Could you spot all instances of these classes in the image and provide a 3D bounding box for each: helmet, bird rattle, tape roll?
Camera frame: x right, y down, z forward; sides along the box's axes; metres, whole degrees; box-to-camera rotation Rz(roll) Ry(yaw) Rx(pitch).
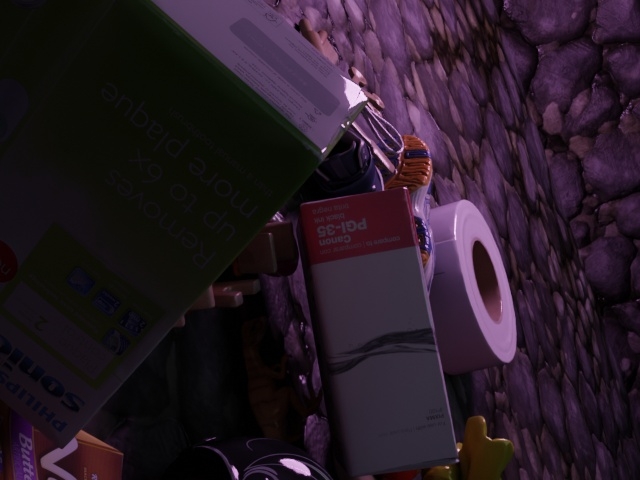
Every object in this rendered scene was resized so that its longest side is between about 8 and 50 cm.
[{"bbox_3d":[-0.051,0.254,0.895,0.162,0.169,0.169,25,50,-40],"label":"helmet"},{"bbox_3d":[0.095,0.291,1.268,0.253,0.143,0.207,-28,74,-33],"label":"bird rattle"},{"bbox_3d":[0.234,0.078,1.753,0.286,0.100,0.286,46,36,-48],"label":"tape roll"}]

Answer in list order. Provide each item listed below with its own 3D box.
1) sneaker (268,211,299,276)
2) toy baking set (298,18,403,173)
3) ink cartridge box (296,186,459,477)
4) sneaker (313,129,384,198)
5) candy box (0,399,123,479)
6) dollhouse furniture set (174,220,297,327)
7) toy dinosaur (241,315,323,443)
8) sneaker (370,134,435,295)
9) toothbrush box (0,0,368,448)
[{"bbox_3d":[-0.069,-0.035,1.180,0.170,0.063,0.074,59,27,-29],"label":"sneaker"},{"bbox_3d":[0.048,-0.216,1.521,0.197,0.030,0.256,34,28,-36],"label":"toy baking set"},{"bbox_3d":[0.054,0.102,1.135,0.207,0.117,0.283,114,-33,-82],"label":"ink cartridge box"},{"bbox_3d":[0.050,-0.042,1.407,0.163,0.086,0.226,55,17,-60],"label":"sneaker"},{"bbox_3d":[-0.214,0.169,0.721,0.186,0.053,0.109,48,33,-49],"label":"candy box"},{"bbox_3d":[-0.145,-0.055,0.985,0.262,0.135,0.259,-31,114,-67],"label":"dollhouse furniture set"},{"bbox_3d":[-0.049,0.186,1.098,0.112,0.064,0.211,21,44,-47],"label":"toy dinosaur"},{"bbox_3d":[0.119,-0.028,1.590,0.131,0.112,0.296,75,16,-48],"label":"sneaker"},{"bbox_3d":[-0.143,-0.042,0.653,0.206,0.283,0.122,42,29,-5],"label":"toothbrush box"}]
